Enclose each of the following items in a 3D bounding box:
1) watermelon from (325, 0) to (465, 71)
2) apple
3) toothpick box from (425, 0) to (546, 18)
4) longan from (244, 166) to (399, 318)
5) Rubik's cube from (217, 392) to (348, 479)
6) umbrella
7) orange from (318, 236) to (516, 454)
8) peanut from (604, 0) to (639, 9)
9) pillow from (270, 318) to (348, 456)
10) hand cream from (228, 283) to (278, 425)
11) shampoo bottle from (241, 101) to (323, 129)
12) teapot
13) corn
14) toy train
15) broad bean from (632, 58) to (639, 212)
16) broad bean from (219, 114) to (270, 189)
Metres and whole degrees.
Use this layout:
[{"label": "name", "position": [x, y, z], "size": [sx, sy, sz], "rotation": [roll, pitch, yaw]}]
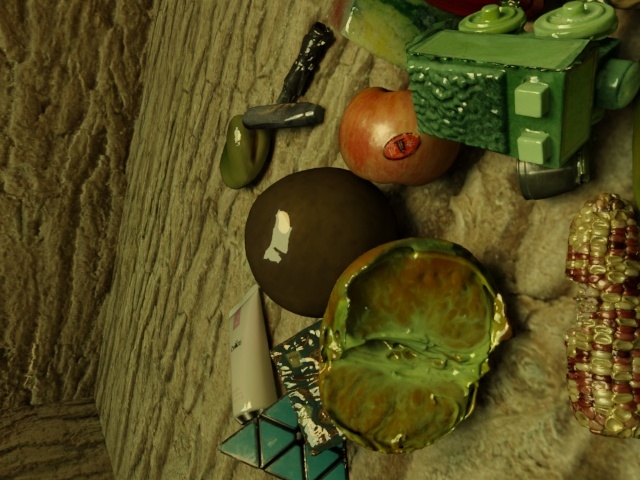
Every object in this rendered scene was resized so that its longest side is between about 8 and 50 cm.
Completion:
[{"label": "watermelon", "position": [0.143, -0.426, 0.839], "size": [0.201, 0.213, 0.262], "rotation": [-153, 76, -68]}, {"label": "apple", "position": [0.134, -0.180, 0.791], "size": [0.209, 0.209, 0.164], "rotation": [26, 117, 51]}, {"label": "toothpick box", "position": [0.262, -0.507, 0.631], "size": [0.204, 0.204, 0.333], "rotation": [29, 108, 50]}, {"label": "longan", "position": [0.001, 0.002, 0.876], "size": [0.297, 0.297, 0.297], "rotation": [-6, 82, 53]}, {"label": "Rubik's cube", "position": [-0.054, 0.429, 1.046], "size": [0.233, 0.229, 0.228], "rotation": [-8, 123, 17]}, {"label": "umbrella", "position": [-0.047, -0.435, 1.176], "size": [0.236, 0.059, 0.066], "rotation": [-53, 26, 39]}, {"label": "orange", "position": [0.124, 0.150, 0.731], "size": [0.196, 0.262, 0.335], "rotation": [-130, 45, -63]}, {"label": "peanut", "position": [0.394, -0.385, 0.528], "size": [0.197, 0.110, 0.233], "rotation": [51, 126, 56]}, {"label": "pillow", "position": [0.014, 0.289, 0.969], "size": [0.189, 0.034, 0.256], "rotation": [-30, 55, 3]}, {"label": "hand cream", "position": [-0.197, 0.315, 1.279], "size": [0.185, 0.118, 0.359], "rotation": [-47, 45, 40]}, {"label": "shampoo bottle", "position": [-0.097, -0.318, 1.185], "size": [0.233, 0.087, 0.049], "rotation": [8, 139, 36]}, {"label": "teapot", "position": [0.322, -0.118, 0.629], "size": [0.090, 0.092, 0.124], "rotation": [1, 93, 38]}, {"label": "corn", "position": [0.348, 0.088, 0.565], "size": [0.098, 0.098, 0.290], "rotation": [-8, 81, 53]}, {"label": "toy train", "position": [0.248, -0.209, 0.603], "size": [0.271, 0.188, 0.159], "rotation": [30, 151, 43]}, {"label": "broad bean", "position": [0.407, -0.133, 0.541], "size": [0.075, 0.067, 0.325], "rotation": [-156, 69, -83]}, {"label": "broad bean", "position": [-0.228, -0.253, 1.372], "size": [0.263, 0.121, 0.189], "rotation": [136, 127, -59]}]
